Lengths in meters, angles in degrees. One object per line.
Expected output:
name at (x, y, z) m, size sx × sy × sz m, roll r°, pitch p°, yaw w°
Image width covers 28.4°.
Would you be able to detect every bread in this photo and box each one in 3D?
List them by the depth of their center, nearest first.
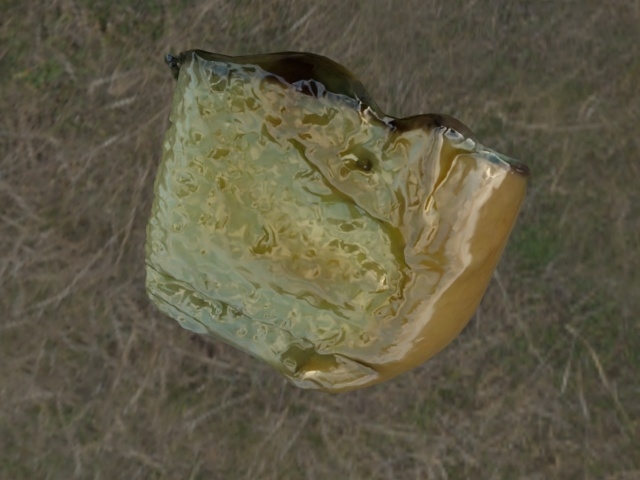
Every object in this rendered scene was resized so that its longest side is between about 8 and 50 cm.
bread at (-0.003, 0.006, 0.637) m, size 0.174 × 0.251 × 0.133 m, roll 21°, pitch 81°, yaw 4°
